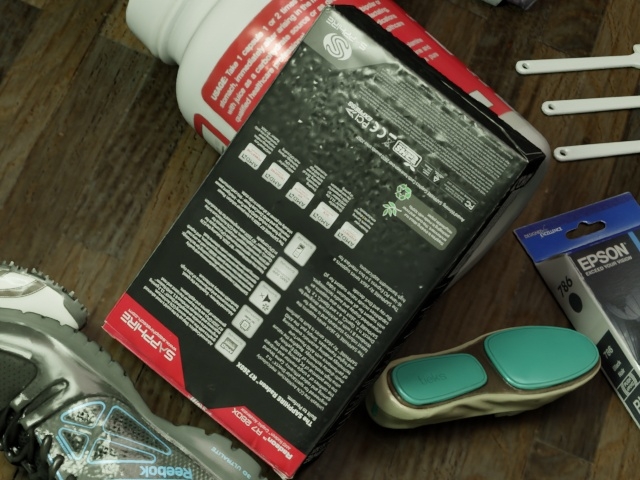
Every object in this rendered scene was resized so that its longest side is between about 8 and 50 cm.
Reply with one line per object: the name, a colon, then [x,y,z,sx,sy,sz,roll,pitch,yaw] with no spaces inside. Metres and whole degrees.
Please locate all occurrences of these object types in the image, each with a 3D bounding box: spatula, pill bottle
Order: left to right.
pill bottle: [0.009,-0.139,1.901,0.407,0.229,0.229,44,55,13]
spatula: [0.348,-0.153,2.153,0.242,0.019,0.168,-6,60,-22]

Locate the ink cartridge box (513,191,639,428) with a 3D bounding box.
ink cartridge box: [0.350,0.083,1.965,0.165,0.065,0.333,-19,63,-28]

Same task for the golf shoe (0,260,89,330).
golf shoe: [-0.312,0.062,1.765,0.198,0.077,0.094,18,64,3]

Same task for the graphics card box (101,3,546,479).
graphics card box: [0.000,0.000,1.738,0.233,0.371,0.094,38,17,11]

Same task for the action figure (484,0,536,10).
action figure: [0.111,-0.338,2.157,0.285,0.099,0.185,4,61,-11]

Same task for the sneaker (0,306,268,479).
sneaker: [-0.209,0.179,1.671,0.340,0.125,0.140,30,47,4]

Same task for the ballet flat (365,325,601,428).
ballet flat: [0.152,0.137,1.854,0.248,0.086,0.086,-6,59,-28]
